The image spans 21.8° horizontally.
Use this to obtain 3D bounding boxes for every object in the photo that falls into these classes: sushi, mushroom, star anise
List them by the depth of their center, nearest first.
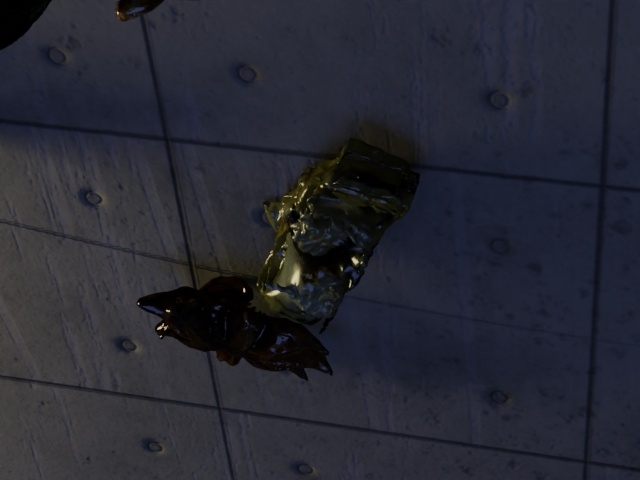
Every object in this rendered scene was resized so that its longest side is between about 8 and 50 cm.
[{"bbox_3d":[-0.158,-0.272,1.685,0.129,0.073,0.088,-29,144,0],"label":"mushroom"},{"bbox_3d":[0.002,-0.005,1.881,0.139,0.131,0.291,24,146,-8],"label":"sushi"},{"bbox_3d":[-0.095,0.098,2.047,0.272,0.102,0.272,14,166,4],"label":"star anise"}]

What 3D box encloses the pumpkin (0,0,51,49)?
[{"bbox_3d":[-0.401,-0.288,1.613,0.296,0.296,0.296,10,138,9],"label":"pumpkin"}]
